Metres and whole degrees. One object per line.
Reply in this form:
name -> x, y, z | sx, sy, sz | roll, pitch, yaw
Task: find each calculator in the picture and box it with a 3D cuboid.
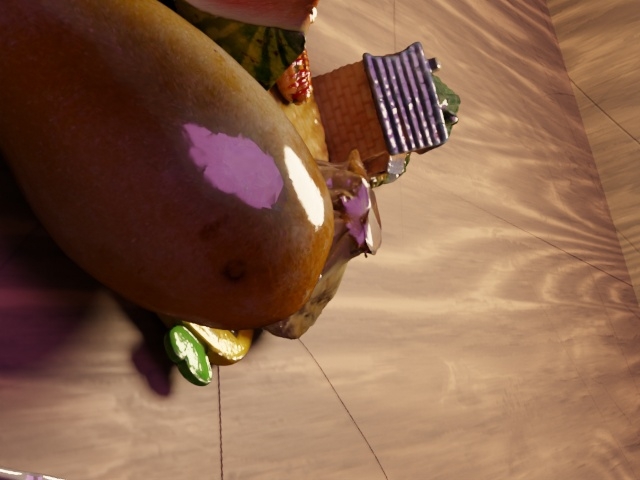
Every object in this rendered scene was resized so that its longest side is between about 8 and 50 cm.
calculator -> -0.112, 0.039, 0.969 | 0.146, 0.032, 0.234 | 50, 33, -32

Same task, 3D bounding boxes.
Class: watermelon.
watermelon -> -0.065, -0.220, 1.019 | 0.303, 0.159, 0.128 | -78, 166, -58

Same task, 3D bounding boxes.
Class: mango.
mango -> -0.145, -0.077, 0.810 | 0.384, 0.199, 0.221 | 43, 56, -22

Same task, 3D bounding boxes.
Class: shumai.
shumai -> 0.000, 0.000, 1.007 | 0.201, 0.120, 0.201 | 14, 75, -62

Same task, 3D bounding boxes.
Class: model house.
model house -> 0.107, -0.168, 1.327 | 0.183, 0.172, 0.166 | -10, 80, -61

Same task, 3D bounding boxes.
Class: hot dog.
hot dog -> -0.038, -0.223, 1.167 | 0.062, 0.038, 0.144 | 14, 57, -59

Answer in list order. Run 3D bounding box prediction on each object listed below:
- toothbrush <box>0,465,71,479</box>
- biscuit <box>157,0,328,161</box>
toothbrush -> -0.285, 0.135, 0.624 | 0.342, 0.025, 0.030 | 34, 47, -48
biscuit -> -0.088, -0.167, 1.117 | 0.318, 0.040, 0.317 | 42, 36, -40
